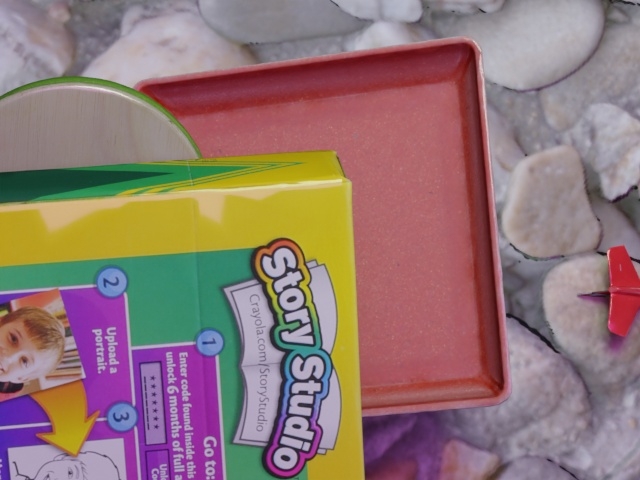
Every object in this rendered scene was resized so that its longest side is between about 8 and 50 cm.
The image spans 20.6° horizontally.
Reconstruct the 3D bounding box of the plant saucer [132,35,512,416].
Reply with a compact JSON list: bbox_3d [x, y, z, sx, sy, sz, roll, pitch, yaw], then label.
[{"bbox_3d":[0.000,0.000,1.247,0.259,0.048,0.258,-7,80,13],"label":"plant saucer"}]

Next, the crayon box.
[{"bbox_3d":[-0.130,0.136,1.137,0.313,0.106,0.363,-4,104,-7],"label":"crayon box"}]

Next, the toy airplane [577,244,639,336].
[{"bbox_3d":[0.269,0.040,1.322,0.151,0.028,0.151,2,77,-8],"label":"toy airplane"}]

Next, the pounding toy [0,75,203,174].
[{"bbox_3d":[-0.185,-0.020,1.209,0.183,0.110,0.237,38,105,-21],"label":"pounding toy"}]
